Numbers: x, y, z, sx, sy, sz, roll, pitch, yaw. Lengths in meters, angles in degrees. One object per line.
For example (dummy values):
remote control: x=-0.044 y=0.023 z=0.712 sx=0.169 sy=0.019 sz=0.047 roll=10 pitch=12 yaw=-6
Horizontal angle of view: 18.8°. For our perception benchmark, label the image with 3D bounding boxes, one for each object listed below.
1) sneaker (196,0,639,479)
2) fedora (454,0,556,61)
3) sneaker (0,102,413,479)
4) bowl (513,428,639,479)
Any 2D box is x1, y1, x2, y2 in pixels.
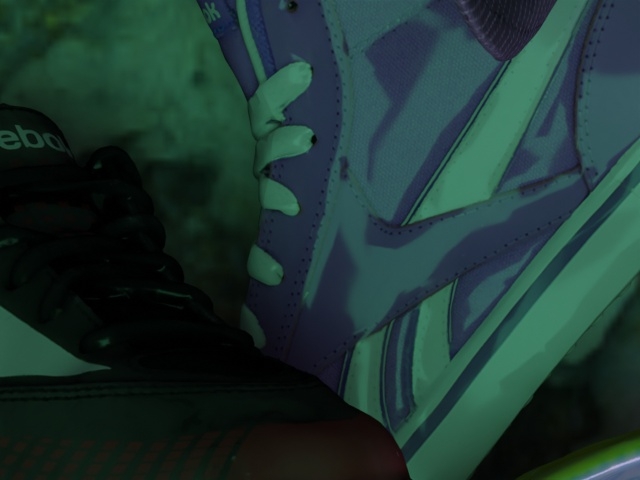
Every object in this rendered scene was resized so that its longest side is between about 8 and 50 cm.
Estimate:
sneaker: x=0.000 y=0.000 z=0.597 sx=0.161 sy=0.102 sz=0.282 roll=38 pitch=95 yaw=-3
fedora: x=0.010 y=-0.184 z=0.477 sx=0.124 sy=0.275 sz=0.243 roll=8 pitch=148 yaw=22
sneaker: x=-0.077 y=0.030 z=0.535 sx=0.098 sy=0.276 sz=0.135 roll=3 pitch=93 yaw=-40
bowl: x=0.110 y=0.190 z=0.596 sx=0.289 sy=0.156 sz=0.289 roll=0 pitch=90 yaw=-13
